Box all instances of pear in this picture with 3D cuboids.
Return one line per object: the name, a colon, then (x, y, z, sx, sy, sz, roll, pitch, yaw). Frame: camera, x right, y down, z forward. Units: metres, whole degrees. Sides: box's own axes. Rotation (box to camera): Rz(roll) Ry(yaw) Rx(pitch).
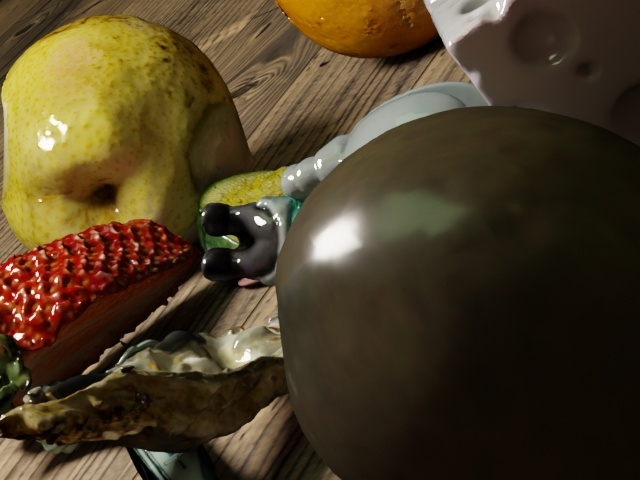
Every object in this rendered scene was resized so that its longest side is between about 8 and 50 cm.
pear: (-0.206, -0.086, 1.844, 0.271, 0.271, 0.271, -29, 20, 11)

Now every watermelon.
watermelon: (-0.067, -0.008, 1.750, 0.092, 0.075, 0.181, 12, 29, 12)

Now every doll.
doll: (0.048, 0.012, 1.334, 0.258, 0.195, 0.153, -29, -1, 12)

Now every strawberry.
strawberry: (-0.239, 0.066, 1.653, 0.286, 0.106, 0.188, -39, -12, -37)

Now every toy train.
toy train: (-0.094, 0.172, 1.348, 0.048, 0.055, 0.252, -28, 19, -11)

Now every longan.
longan: (0.110, 0.048, 1.057, 0.300, 0.300, 0.243, -148, 72, -69)

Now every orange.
orange: (0.056, -0.317, 1.992, 0.246, 0.246, 0.246, -29, 20, 11)

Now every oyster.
oyster: (-0.098, 0.102, 1.353, 0.128, 0.079, 0.345, 6, 14, 38)

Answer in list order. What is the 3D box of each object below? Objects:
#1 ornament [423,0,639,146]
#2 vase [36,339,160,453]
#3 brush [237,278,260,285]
ornament: (0.232, -0.143, 1.264, 0.240, 0.240, 0.239, -36, 19, 10)
vase: (-0.178, 0.134, 1.538, 0.148, 0.081, 0.081, -18, 24, 45)
brush: (0.000, 0.000, 1.623, 0.233, 0.047, 0.103, -17, 23, 51)
